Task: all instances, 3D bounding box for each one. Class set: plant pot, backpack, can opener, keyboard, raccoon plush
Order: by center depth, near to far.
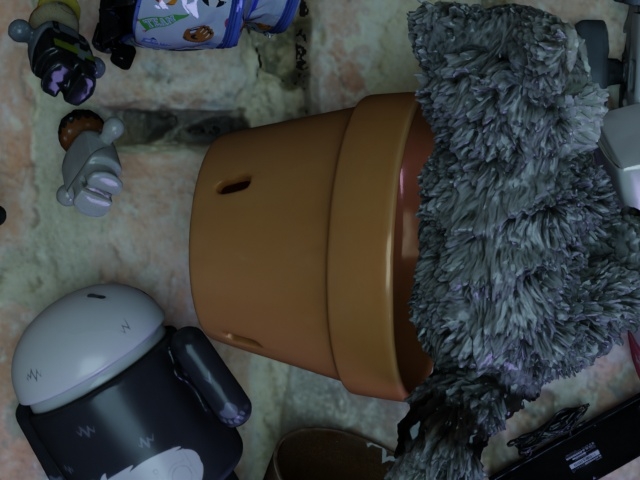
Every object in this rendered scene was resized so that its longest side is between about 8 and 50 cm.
[{"bbox_3d":[0.148,0.007,1.636,0.216,0.446,0.299,-2,140,22],"label":"raccoon plush"},{"bbox_3d":[-0.111,-0.285,1.772,0.213,0.263,0.277,0,99,-3],"label":"backpack"},{"bbox_3d":[0.000,0.000,1.837,0.203,0.291,0.291,4,101,14],"label":"plant pot"},{"bbox_3d":[0.288,-0.252,1.888,0.095,0.076,0.284,0,99,-6],"label":"can opener"},{"bbox_3d":[0.002,0.343,1.936,0.215,0.215,0.230,25,112,-6],"label":"plant pot"},{"bbox_3d":[0.262,0.208,2.001,0.192,0.038,0.100,-30,123,2],"label":"keyboard"}]

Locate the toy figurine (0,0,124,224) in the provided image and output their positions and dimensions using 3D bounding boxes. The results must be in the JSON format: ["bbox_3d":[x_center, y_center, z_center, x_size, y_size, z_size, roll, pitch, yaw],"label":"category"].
[{"bbox_3d":[-0.297,-0.114,1.835,0.209,0.148,0.213,-18,128,-4],"label":"toy figurine"}]

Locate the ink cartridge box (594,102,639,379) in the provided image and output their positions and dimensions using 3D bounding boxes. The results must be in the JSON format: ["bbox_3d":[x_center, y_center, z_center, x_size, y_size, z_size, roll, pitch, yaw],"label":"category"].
[{"bbox_3d":[0.390,0.002,1.882,0.207,0.117,0.283,-15,118,1],"label":"ink cartridge box"}]

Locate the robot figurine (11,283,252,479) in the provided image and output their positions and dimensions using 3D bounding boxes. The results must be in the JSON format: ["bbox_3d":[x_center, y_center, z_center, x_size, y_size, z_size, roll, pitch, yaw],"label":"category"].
[{"bbox_3d":[-0.184,0.176,1.903,0.209,0.173,0.278,-32,100,-7],"label":"robot figurine"}]
